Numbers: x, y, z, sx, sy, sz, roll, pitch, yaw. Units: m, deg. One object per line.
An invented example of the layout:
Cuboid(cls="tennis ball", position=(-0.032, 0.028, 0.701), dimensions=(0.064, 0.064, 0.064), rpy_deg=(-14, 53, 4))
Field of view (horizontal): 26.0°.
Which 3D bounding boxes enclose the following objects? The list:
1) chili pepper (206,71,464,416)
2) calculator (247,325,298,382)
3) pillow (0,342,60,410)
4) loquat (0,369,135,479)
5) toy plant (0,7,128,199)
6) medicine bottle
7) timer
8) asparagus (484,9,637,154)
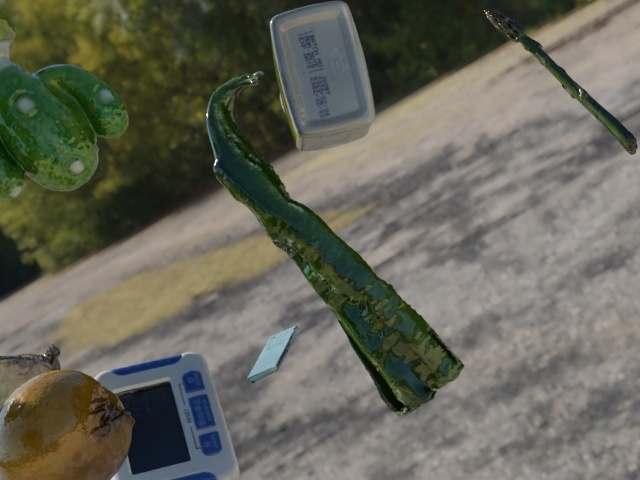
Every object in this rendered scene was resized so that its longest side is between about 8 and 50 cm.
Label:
Cuboid(cls="chili pepper", position=(0.000, 0.000, 1.287), dimensions=(0.085, 0.359, 0.076), rpy_deg=(-38, -7, 21))
Cuboid(cls="calculator", position=(-0.071, 0.171, 2.083), dimensions=(0.057, 0.018, 0.172), rpy_deg=(-29, 9, 16))
Cuboid(cls="pillow", position=(-0.462, 0.210, 1.814), dimensions=(0.255, 0.169, 0.059), rpy_deg=(1, 19, -36))
Cuboid(cls="loquat", position=(-0.264, 0.201, 1.414), dimensions=(0.141, 0.141, 0.141), rpy_deg=(-31, 6, 4))
Cuboid(cls="toy plant", position=(-0.441, -0.196, 1.955), dimensions=(0.224, 0.316, 0.184), rpy_deg=(-50, -3, -17))
Cuboid(cls="medicine bottle", position=(0.001, -0.163, 1.442), dimensions=(0.088, 0.132, 0.188), rpy_deg=(-15, -3, -2))
Cuboid(cls="timer", position=(-0.224, 0.282, 1.989), dimensions=(0.178, 0.078, 0.253), rpy_deg=(-12, 45, -9))
Cuboid(cls="asparagus", position=(0.252, -0.172, 1.455), dimensions=(0.023, 0.233, 0.022), rpy_deg=(-13, -38, -45))
